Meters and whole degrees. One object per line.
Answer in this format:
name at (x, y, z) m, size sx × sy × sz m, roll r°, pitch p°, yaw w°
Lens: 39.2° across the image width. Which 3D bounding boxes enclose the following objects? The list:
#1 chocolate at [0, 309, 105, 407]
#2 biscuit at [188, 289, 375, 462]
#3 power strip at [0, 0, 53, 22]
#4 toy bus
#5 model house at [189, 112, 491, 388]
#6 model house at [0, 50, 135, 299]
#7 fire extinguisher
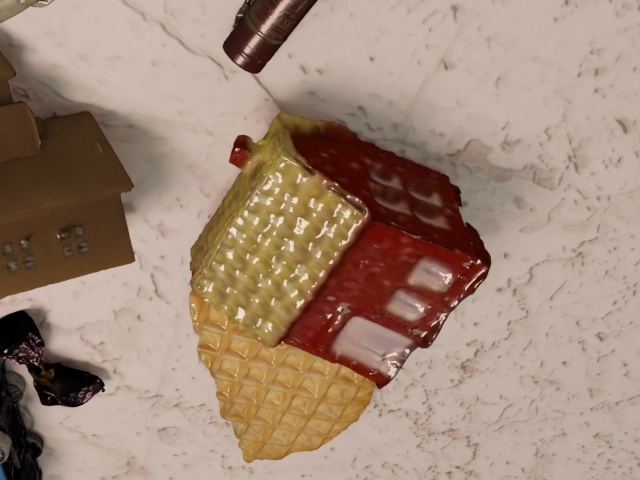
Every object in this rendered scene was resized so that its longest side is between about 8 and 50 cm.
chocolate at (-0.316, 0.148, 1.030) m, size 0.072 × 0.070 × 0.147 m, roll -21°, pitch 124°, yaw 18°
biscuit at (-0.034, 0.162, 1.082) m, size 0.205 × 0.040 × 0.308 m, roll -10°, pitch 130°, yaw 3°
power strip at (-0.303, -0.281, 0.687) m, size 0.078 × 0.052 × 0.272 m, roll -27°, pitch 126°, yaw 15°
toy bus at (-0.415, 0.259, 1.079) m, size 0.134 × 0.116 × 0.233 m, roll -4°, pitch 128°, yaw -4°
model house at (0.000, 0.000, 0.880) m, size 0.254 × 0.160 × 0.196 m, roll 25°, pitch 122°, yaw -21°
model house at (-0.295, -0.080, 0.815) m, size 0.181 × 0.176 × 0.247 m, roll -16°, pitch 98°, yaw -36°
fire extinguisher at (-0.029, -0.219, 0.771) m, size 0.078 × 0.045 × 0.157 m, roll 41°, pitch 119°, yaw -7°
